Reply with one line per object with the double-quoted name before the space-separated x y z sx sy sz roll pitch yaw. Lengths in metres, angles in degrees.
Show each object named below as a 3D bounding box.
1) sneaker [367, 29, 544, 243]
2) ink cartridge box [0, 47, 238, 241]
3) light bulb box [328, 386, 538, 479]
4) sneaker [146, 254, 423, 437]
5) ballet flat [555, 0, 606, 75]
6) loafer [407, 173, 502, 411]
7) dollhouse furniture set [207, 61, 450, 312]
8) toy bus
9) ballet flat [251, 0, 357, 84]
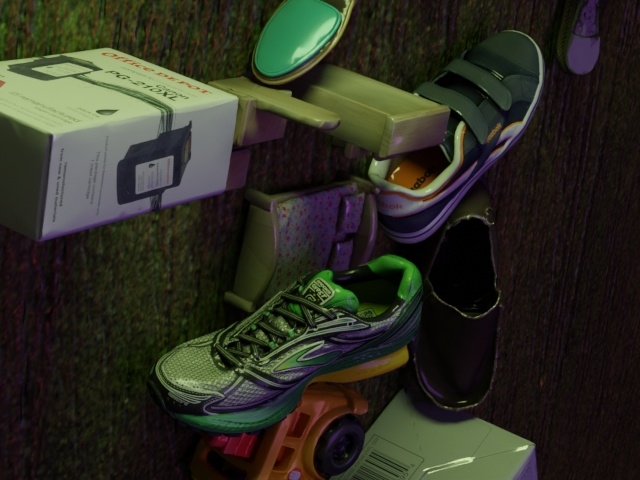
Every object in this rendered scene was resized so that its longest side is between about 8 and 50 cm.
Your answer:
"sneaker" 0.173 -0.150 1.989 0.321 0.126 0.127 -56 154 -14
"ink cartridge box" -0.212 -0.091 1.383 0.237 0.172 0.100 -18 125 -52
"light bulb box" 0.135 0.473 2.253 0.358 0.225 0.361 -48 145 -30
"sneaker" -0.038 0.099 1.755 0.343 0.134 0.146 -22 142 -26
"ballet flat" 0.380 -0.357 2.248 0.084 0.058 0.250 8 100 -22
"loafer" 0.174 0.084 2.112 0.130 0.134 0.366 -102 -174 -62
"dollhouse furniture set" 0.000 0.000 1.775 0.303 0.174 0.355 -16 123 -52
"toy bus" -0.077 0.249 1.859 0.211 0.149 0.220 15 99 -52
"ballet flat" 0.007 -0.250 1.715 0.232 0.080 0.073 -56 163 -14
